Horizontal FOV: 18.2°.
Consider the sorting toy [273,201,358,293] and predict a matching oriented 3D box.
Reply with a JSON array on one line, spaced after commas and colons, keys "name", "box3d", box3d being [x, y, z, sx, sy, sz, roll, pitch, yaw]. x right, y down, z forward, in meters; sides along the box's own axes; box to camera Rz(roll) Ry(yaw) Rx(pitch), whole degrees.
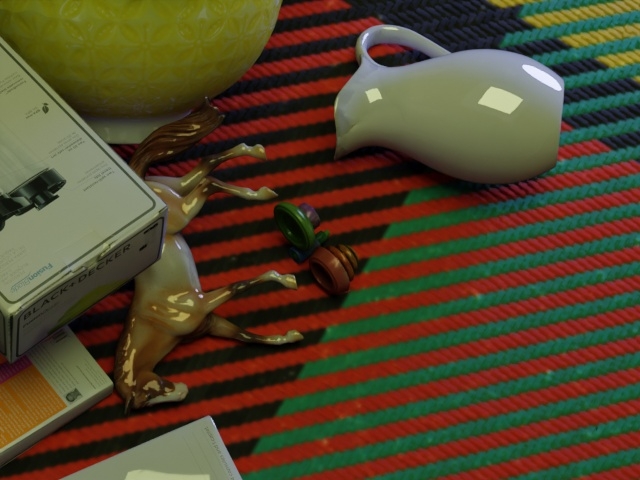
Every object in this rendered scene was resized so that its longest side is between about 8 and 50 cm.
[{"name": "sorting toy", "box3d": [0.000, 0.000, 1.823, 0.042, 0.061, 0.102, -37, 98, -23]}]

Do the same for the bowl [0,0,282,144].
[{"name": "bowl", "box3d": [-0.176, -0.176, 1.807, 0.289, 0.289, 0.156, -2, 108, -11]}]

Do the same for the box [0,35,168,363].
[{"name": "box", "box3d": [-0.282, -0.058, 1.648, 0.169, 0.087, 0.290, -38, 71, -27]}]

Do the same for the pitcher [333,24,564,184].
[{"name": "pitcher", "box3d": [0.125, -0.138, 1.886, 0.207, 0.125, 0.177, 6, 48, 6]}]

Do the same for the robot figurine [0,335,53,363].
[{"name": "robot figurine", "box3d": [-0.308, 0.020, 1.723, 0.219, 0.128, 0.158, -33, 48, -23]}]

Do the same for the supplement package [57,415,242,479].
[{"name": "supplement package", "box3d": [-0.145, 0.284, 1.610, 0.203, 0.149, 0.194, -23, 70, -20]}]

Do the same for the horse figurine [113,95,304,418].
[{"name": "horse figurine", "box3d": [-0.116, 0.010, 1.768, 0.174, 0.066, 0.263, -11, 93, -7]}]

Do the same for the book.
[{"name": "book", "box3d": [-0.266, 0.130, 1.731, 0.144, 0.035, 0.096, -32, 70, -22]}]
